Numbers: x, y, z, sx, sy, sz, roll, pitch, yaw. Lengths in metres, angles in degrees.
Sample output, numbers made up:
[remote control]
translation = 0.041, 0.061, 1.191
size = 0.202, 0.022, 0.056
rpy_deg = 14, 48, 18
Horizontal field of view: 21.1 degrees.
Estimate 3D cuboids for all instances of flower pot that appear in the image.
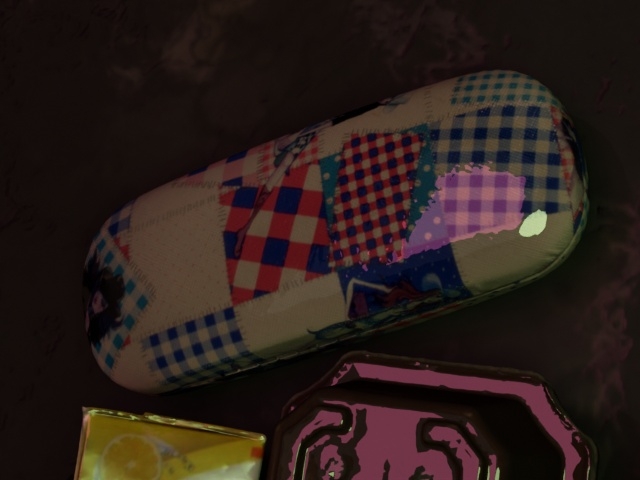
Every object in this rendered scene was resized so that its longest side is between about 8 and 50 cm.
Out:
[flower pot]
translation = 0.033, 0.178, 0.859
size = 0.179, 0.084, 0.250
rpy_deg = 6, 80, 23

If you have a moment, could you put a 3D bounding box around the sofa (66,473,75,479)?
[sofa]
translation = -0.164, 0.205, 1.064
size = 0.118, 0.039, 0.060
rpy_deg = -48, 58, 10

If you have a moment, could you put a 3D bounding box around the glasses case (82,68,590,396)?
[glasses case]
translation = 0.000, 0.000, 1.005
size = 0.327, 0.076, 0.125
rpy_deg = -19, 70, 25

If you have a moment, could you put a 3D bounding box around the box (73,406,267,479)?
[box]
translation = -0.102, 0.228, 0.937
size = 0.097, 0.168, 0.265
rpy_deg = 10, 79, -5
